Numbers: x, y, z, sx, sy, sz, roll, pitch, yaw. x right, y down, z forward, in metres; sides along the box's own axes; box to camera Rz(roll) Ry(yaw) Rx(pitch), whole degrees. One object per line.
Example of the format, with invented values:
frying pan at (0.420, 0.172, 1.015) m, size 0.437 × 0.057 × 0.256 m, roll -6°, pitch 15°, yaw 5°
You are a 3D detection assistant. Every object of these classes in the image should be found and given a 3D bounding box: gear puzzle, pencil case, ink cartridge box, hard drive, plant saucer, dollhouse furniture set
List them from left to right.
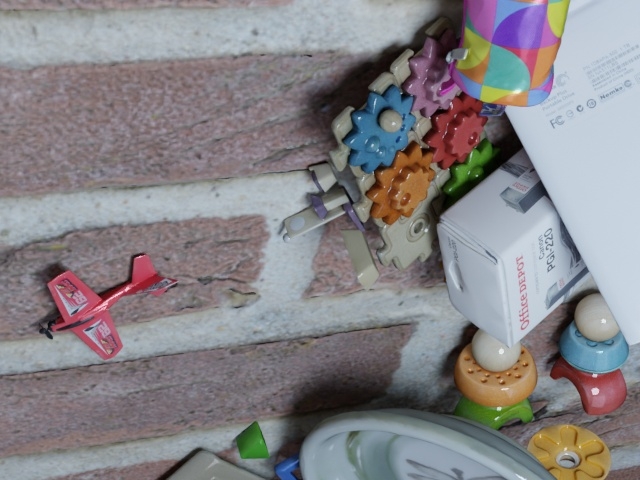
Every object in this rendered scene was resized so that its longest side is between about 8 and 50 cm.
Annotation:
dollhouse furniture set at (0.000, 0.000, 1.218) m, size 0.081 × 0.114 × 0.091 m, roll -25°, pitch 142°, yaw 8°
gear puzzle at (0.121, -0.050, 1.225) m, size 0.175 × 0.044 × 0.339 m, roll -45°, pitch 141°, yaw -14°
plant saucer at (0.170, 0.312, 1.457) m, size 0.100 × 0.401 × 0.400 m, roll -55°, pitch 153°, yaw -34°
pencil case at (0.168, -0.225, 1.042) m, size 0.104 × 0.104 × 0.236 m, roll -6°, pitch 124°, yaw -20°
ink cartridge box at (0.234, -0.017, 1.271) m, size 0.218 × 0.092 × 0.158 m, roll -37°, pitch 142°, yaw -17°
hard drive at (0.310, -0.088, 1.137) m, size 0.210 × 0.318 × 0.040 m, roll -27°, pitch -178°, yaw 18°

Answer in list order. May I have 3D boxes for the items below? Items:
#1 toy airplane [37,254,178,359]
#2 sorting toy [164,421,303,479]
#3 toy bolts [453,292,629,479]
toy airplane at (-0.218, 0.061, 1.242) m, size 0.151 × 0.028 × 0.151 m, roll -14°, pitch 139°, yaw -12°
sorting toy at (-0.144, 0.350, 1.570) m, size 0.348 × 0.047 × 0.196 m, roll -41°, pitch 130°, yaw 15°
toy bolts at (0.300, 0.170, 1.490) m, size 0.229 × 0.218 × 0.158 m, roll -27°, pitch 136°, yaw -25°
